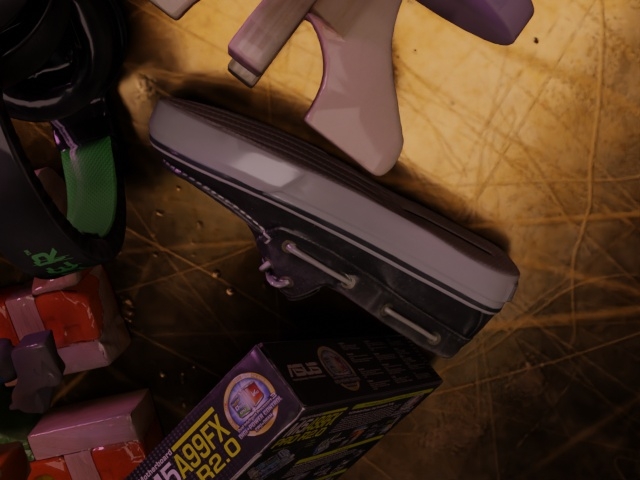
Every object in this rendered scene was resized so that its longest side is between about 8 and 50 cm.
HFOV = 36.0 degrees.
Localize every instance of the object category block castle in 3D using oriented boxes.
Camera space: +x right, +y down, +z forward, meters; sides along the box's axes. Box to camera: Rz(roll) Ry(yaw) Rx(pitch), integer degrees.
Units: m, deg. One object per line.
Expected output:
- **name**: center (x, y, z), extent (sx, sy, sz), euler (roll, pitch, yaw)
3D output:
- **block castle**: center (-0.285, 0.183, 0.799), extent (0.213, 0.303, 0.453), euler (-13, 106, 11)

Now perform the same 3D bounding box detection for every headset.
- **headset**: center (-0.256, -0.159, 0.723), extent (0.185, 0.243, 0.394), euler (-15, 86, 5)

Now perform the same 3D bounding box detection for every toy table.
- **toy table**: center (-0.005, -0.180, 0.695), extent (0.274, 0.252, 0.161), euler (37, 92, 3)

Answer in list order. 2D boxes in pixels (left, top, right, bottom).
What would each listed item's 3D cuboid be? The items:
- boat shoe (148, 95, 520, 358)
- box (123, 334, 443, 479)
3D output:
- **boat shoe**: center (0.000, 0.000, 0.806), extent (0.335, 0.121, 0.119), euler (28, 105, -7)
- **box**: center (-0.037, 0.169, 0.797), extent (0.216, 0.270, 0.060), euler (-47, 68, 17)
